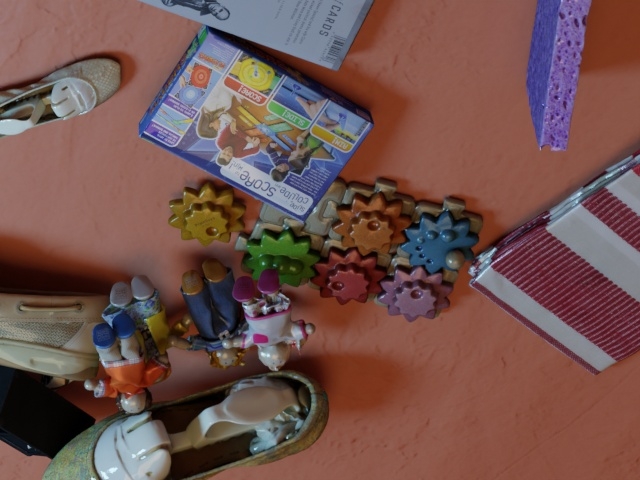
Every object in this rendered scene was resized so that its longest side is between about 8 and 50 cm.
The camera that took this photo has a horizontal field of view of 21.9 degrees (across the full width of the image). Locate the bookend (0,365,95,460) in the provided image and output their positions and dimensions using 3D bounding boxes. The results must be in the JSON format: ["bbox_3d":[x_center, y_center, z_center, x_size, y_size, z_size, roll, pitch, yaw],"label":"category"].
[{"bbox_3d":[-0.378,0.208,1.946,0.157,0.072,0.156,1,153,33],"label":"bookend"}]

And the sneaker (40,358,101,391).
[{"bbox_3d":[-0.294,0.154,1.945,0.043,0.040,0.109,29,127,-26],"label":"sneaker"}]

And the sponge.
[{"bbox_3d":[0.227,-0.202,1.573,0.031,0.117,0.210,1,131,-2],"label":"sponge"}]

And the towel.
[{"bbox_3d":[0.355,0.010,1.810,0.237,0.037,0.329,36,124,-28],"label":"towel"}]

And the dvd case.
[{"bbox_3d":[-0.058,-0.272,1.578,0.238,0.030,0.179,18,129,-14],"label":"dvd case"}]

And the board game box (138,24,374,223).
[{"bbox_3d":[-0.065,-0.119,1.687,0.201,0.035,0.136,28,112,-21],"label":"board game box"}]

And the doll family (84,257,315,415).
[{"bbox_3d":[-0.144,0.100,1.859,0.263,0.118,0.163,-17,137,-6],"label":"doll family"}]

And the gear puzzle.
[{"bbox_3d":[0.000,0.000,1.801,0.338,0.044,0.175,14,130,-11],"label":"gear puzzle"}]

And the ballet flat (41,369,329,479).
[{"bbox_3d":[-0.154,0.226,1.896,0.348,0.123,0.123,-15,132,-13],"label":"ballet flat"}]

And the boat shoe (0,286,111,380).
[{"bbox_3d":[-0.406,0.069,1.841,0.341,0.121,0.110,13,92,-15],"label":"boat shoe"}]

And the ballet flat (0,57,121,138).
[{"bbox_3d":[-0.277,-0.137,1.685,0.168,0.052,0.057,-18,128,16],"label":"ballet flat"}]
